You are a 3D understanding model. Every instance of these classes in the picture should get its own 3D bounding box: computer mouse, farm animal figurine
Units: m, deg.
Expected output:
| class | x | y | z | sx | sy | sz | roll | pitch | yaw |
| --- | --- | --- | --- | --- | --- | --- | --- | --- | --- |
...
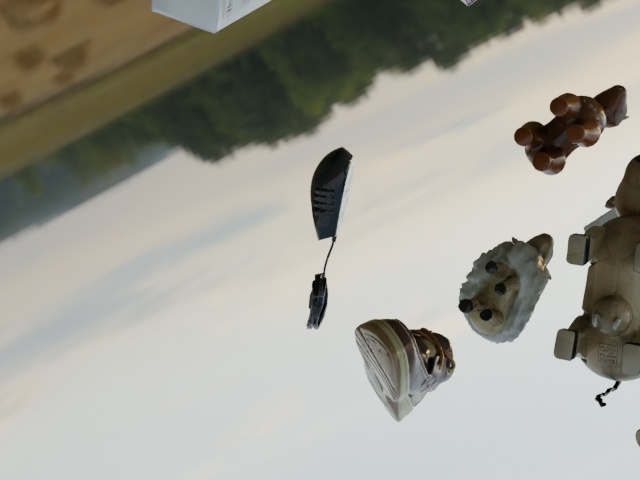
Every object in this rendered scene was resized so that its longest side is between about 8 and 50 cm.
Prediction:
| class | x | y | z | sx | sy | sz | roll | pitch | yaw |
| --- | --- | --- | --- | --- | --- | --- | --- | --- | --- |
| computer mouse | 0.000 | 0.000 | 2.017 | 0.041 | 0.242 | 0.071 | 13 | -150 | 6 |
| farm animal figurine | 0.337 | 0.005 | 1.755 | 0.172 | 0.330 | 0.327 | -8 | 124 | -65 |

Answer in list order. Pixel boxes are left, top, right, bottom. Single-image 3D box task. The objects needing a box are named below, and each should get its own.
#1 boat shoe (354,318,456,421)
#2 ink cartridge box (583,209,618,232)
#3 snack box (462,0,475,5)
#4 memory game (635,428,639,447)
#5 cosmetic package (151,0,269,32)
| class | x | y | z | sx | sy | sz | roll | pitch | yaw |
| --- | --- | --- | --- | --- | --- | --- | --- | --- | --- |
| boat shoe | 0.135 | 0.172 | 2.604 | 0.123 | 0.123 | 0.342 | -30 | 159 | -6 |
| ink cartridge box | 0.446 | 0.000 | 2.041 | 0.224 | 0.181 | 0.056 | -34 | 155 | 13 |
| snack box | 0.122 | -0.340 | 2.060 | 0.022 | 0.064 | 0.178 | -37 | -132 | -5 |
| memory game | 0.469 | 0.277 | 2.215 | 0.012 | 0.186 | 0.186 | -27 | -175 | -32 |
| cosmetic package | -0.058 | -0.449 | 1.923 | 0.097 | 0.377 | 0.284 | 23 | -145 | 23 |
